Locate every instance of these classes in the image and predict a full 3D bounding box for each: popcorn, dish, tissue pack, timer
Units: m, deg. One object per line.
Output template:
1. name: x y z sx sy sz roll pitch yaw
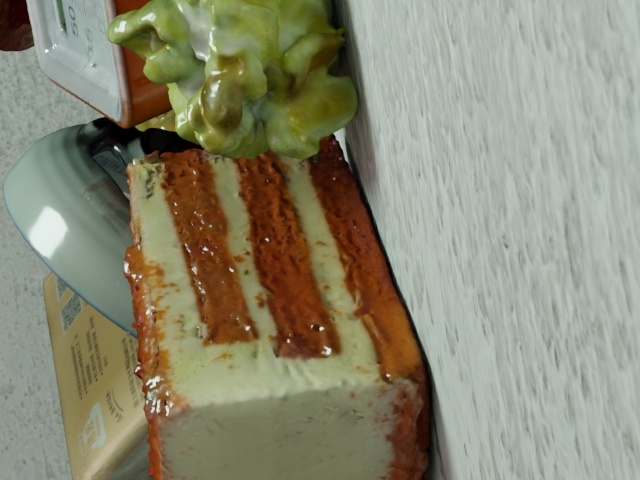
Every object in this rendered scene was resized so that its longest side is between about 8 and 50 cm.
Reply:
1. popcorn: -0.042 -0.119 1.135 0.135 0.162 0.141 7 -83 -61
2. dish: -0.084 -0.023 1.397 0.134 0.273 0.273 -55 22 16
3. tissue pack: -0.102 0.105 1.740 0.305 0.239 0.238 -108 10 -50
4. timer: -0.157 -0.236 1.415 0.250 0.161 0.257 16 119 51

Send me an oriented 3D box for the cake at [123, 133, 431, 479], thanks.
1. cake: -0.034 0.035 1.090 0.159 0.158 0.262 108 153 -68

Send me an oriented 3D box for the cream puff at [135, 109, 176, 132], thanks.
1. cream puff: -0.134 -0.079 1.990 0.189 0.129 0.189 171 90 -75

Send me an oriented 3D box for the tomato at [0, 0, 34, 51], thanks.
1. tomato: -0.240 -0.306 1.674 0.170 0.309 0.309 53 167 13
